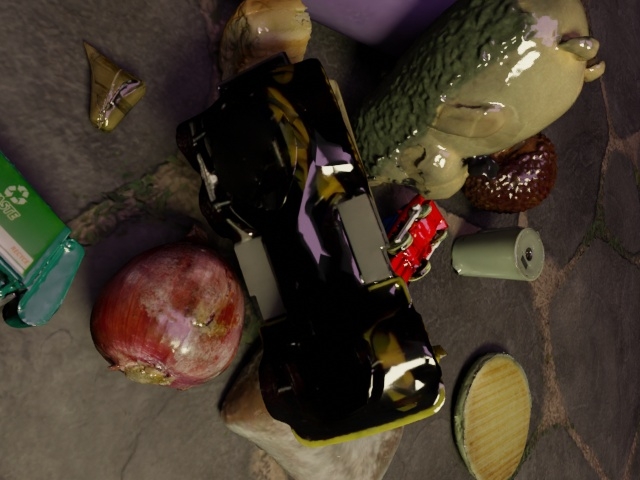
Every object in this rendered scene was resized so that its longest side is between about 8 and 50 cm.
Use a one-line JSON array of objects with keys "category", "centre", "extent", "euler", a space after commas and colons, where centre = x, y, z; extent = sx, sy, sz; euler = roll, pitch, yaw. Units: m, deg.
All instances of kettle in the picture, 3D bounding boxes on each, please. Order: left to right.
[{"category": "kettle", "centre": [0.347, 0.017, 0.813], "extent": [0.098, 0.148, 0.127], "euler": [25, 75, -30]}]

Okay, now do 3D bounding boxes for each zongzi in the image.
[{"category": "zongzi", "centre": [-0.255, -0.174, 0.468], "extent": [0.083, 0.040, 0.076], "euler": [37, 73, -15]}]

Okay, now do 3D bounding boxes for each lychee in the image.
[{"category": "lychee", "centre": [0.378, -0.135, 0.834], "extent": [0.188, 0.188, 0.188], "euler": [3, 85, -35]}]

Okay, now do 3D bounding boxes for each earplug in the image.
[{"category": "earplug", "centre": [0.047, -0.409, 0.604], "extent": [0.455, 0.215, 0.215], "euler": [3, 85, -31]}]

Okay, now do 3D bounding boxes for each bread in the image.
[{"category": "bread", "centre": [-0.077, -0.266, 0.552], "extent": [0.106, 0.125, 0.082], "euler": [-16, 76, -34]}, {"category": "bread", "centre": [0.364, 0.369, 0.867], "extent": [0.267, 0.040, 0.267], "euler": [3, 85, -36]}]

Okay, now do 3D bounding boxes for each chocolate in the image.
[{"category": "chocolate", "centre": [0.017, 0.262, 0.599], "extent": [0.303, 0.100, 0.185], "euler": [50, 58, -26]}]

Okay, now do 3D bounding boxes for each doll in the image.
[{"category": "doll", "centre": [0.200, -0.197, 0.599], "extent": [0.247, 0.349, 0.247], "euler": [27, 52, -40]}]

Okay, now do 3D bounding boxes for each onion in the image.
[{"category": "onion", "centre": [-0.156, 0.062, 0.460], "extent": [0.159, 0.159, 0.195], "euler": [33, 48, -29]}]

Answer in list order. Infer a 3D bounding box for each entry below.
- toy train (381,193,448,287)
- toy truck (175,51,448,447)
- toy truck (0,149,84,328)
[{"category": "toy train", "centre": [0.123, 0.013, 0.675], "extent": [0.083, 0.131, 0.204], "euler": [53, 49, -14]}, {"category": "toy truck", "centre": [0.000, 0.000, 0.491], "extent": [0.254, 0.180, 0.405], "euler": [9, 60, -74]}, {"category": "toy truck", "centre": [-0.332, -0.025, 0.361], "extent": [0.124, 0.114, 0.253], "euler": [-48, 114, -42]}]
